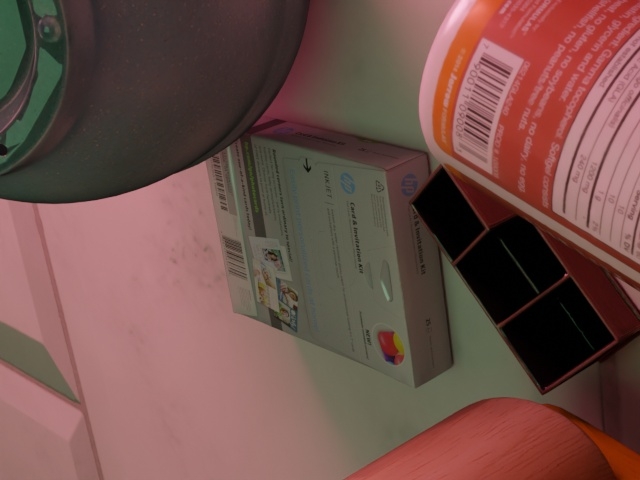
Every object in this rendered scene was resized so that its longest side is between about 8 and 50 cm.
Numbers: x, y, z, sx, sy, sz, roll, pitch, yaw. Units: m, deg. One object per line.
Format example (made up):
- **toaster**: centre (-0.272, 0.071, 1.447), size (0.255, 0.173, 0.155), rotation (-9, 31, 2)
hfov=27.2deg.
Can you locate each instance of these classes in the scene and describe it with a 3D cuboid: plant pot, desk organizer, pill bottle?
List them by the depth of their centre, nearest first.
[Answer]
- **pill bottle**: centre (0.155, -0.035, 0.546), size (0.216, 0.121, 0.121), rotation (36, 137, 35)
- **desk organizer**: centre (0.108, 0.012, 0.700), size (0.130, 0.050, 0.047), rotation (56, 145, 13)
- **plant pot**: centre (-0.175, -0.142, 0.747), size (0.293, 0.196, 0.293), rotation (8, 114, 17)

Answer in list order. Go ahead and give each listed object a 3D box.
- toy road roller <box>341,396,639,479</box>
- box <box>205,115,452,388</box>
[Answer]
- **toy road roller**: centre (0.167, 0.140, 0.561), size (0.329, 0.202, 0.240), rotation (29, 118, 27)
- **box**: centre (0.000, 0.000, 0.851), size (0.186, 0.038, 0.145), rotation (18, 125, 49)
